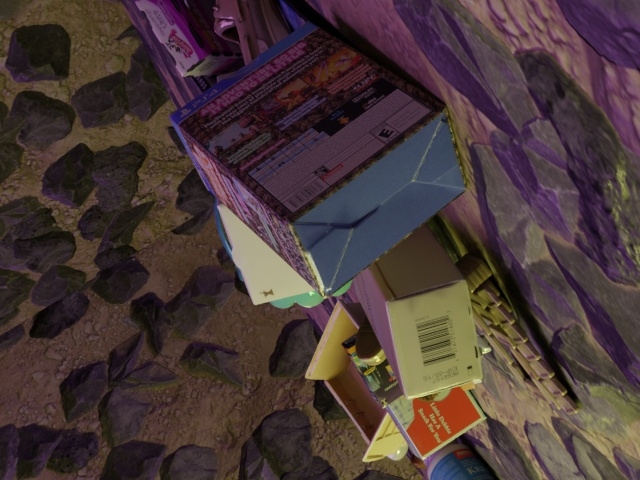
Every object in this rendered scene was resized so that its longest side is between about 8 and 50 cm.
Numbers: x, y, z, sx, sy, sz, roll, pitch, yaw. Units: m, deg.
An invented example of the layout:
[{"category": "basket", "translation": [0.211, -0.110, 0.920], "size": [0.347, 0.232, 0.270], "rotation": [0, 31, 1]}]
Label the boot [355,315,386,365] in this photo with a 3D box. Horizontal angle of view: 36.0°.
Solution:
[{"category": "boot", "translation": [0.145, 0.173, 1.712], "size": [0.077, 0.213, 0.165], "rotation": [-6, 128, 34]}]

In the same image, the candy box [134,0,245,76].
[{"category": "candy box", "translation": [-0.210, -0.375, 1.755], "size": [0.159, 0.071, 0.233], "rotation": [57, -157, 4]}]

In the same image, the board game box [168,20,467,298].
[{"category": "board game box", "translation": [-0.006, -0.110, 1.221], "size": [0.291, 0.232, 0.141], "rotation": [42, 163, 43]}]

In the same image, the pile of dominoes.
[{"category": "pile of dominoes", "translation": [0.270, 0.129, 1.354], "size": [0.251, 0.040, 0.196], "rotation": [52, 174, -15]}]

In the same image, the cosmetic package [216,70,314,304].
[{"category": "cosmetic package", "translation": [-0.065, -0.102, 1.509], "size": [0.366, 0.155, 0.197], "rotation": [-99, -5, -50]}]

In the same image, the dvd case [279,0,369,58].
[{"category": "dvd case", "translation": [0.025, -0.238, 1.405], "size": [0.253, 0.022, 0.180], "rotation": [51, 168, 43]}]

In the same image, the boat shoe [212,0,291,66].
[{"category": "boat shoe", "translation": [-0.120, -0.350, 1.506], "size": [0.109, 0.098, 0.302], "rotation": [81, 165, -75]}]

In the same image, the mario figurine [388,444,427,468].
[{"category": "mario figurine", "translation": [0.182, 0.401, 2.378], "size": [0.321, 0.170, 0.198], "rotation": [60, 174, -29]}]

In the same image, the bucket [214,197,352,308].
[{"category": "bucket", "translation": [-0.048, -0.041, 1.759], "size": [0.281, 0.281, 0.183], "rotation": [52, 164, 38]}]

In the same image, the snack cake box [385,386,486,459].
[{"category": "snack cake box", "translation": [0.184, 0.274, 1.927], "size": [0.264, 0.152, 0.089], "rotation": [58, 173, 3]}]

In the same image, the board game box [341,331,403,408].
[{"category": "board game box", "translation": [0.146, 0.207, 1.839], "size": [0.141, 0.170, 0.048], "rotation": [59, 171, -14]}]

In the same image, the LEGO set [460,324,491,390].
[{"category": "LEGO set", "translation": [0.201, 0.186, 1.645], "size": [0.132, 0.107, 0.287], "rotation": [55, 171, 19]}]

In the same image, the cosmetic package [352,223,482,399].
[{"category": "cosmetic package", "translation": [0.119, 0.067, 1.383], "size": [0.309, 0.113, 0.160], "rotation": [-117, 12, -65]}]

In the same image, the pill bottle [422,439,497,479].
[{"category": "pill bottle", "translation": [0.318, 0.539, 2.227], "size": [0.221, 0.124, 0.124], "rotation": [49, 168, 47]}]

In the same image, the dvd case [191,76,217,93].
[{"category": "dvd case", "translation": [-0.160, -0.292, 1.860], "size": [0.238, 0.030, 0.179], "rotation": [11, -144, -52]}]

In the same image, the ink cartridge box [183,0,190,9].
[{"category": "ink cartridge box", "translation": [-0.270, -0.589, 1.557], "size": [0.330, 0.071, 0.324], "rotation": [74, 171, -70]}]

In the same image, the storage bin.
[{"category": "storage bin", "translation": [0.108, 0.307, 2.182], "size": [0.262, 0.123, 0.260], "rotation": [51, 131, 38]}]
